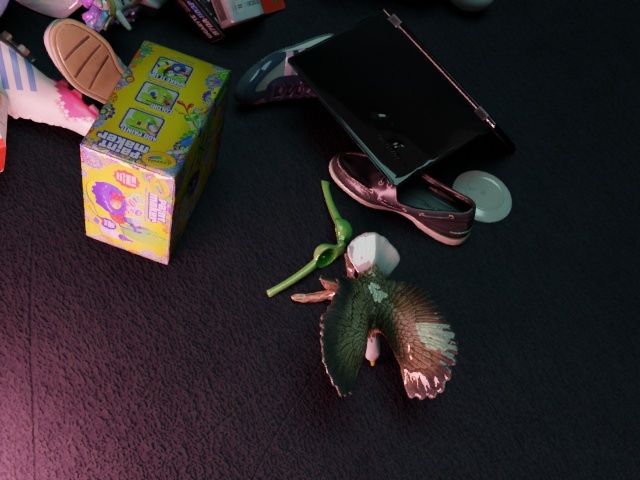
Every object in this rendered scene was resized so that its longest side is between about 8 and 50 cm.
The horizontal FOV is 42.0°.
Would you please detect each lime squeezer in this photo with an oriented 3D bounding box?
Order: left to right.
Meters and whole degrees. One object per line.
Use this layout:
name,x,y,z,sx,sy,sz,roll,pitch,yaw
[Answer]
lime squeezer,0.000,0.000,1.696,0.109,0.059,0.310,24,57,2

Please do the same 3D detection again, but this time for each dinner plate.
dinner plate,0.365,-0.103,1.871,0.141,0.017,0.141,6,57,-8

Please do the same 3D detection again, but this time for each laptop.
laptop,0.197,-0.301,1.866,0.236,0.408,0.382,-42,71,13

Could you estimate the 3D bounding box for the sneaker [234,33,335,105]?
sneaker,-0.042,-0.365,1.881,0.319,0.112,0.131,-31,68,-27

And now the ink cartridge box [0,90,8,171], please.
ink cartridge box,-0.687,-0.198,1.627,0.145,0.045,0.179,-16,58,12

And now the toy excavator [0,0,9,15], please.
toy excavator,-0.759,-0.469,1.665,0.222,0.445,0.433,17,31,8

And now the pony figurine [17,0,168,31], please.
pony figurine,-0.496,-0.622,1.868,0.351,0.303,0.363,34,42,-1

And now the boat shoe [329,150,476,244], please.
boat shoe,0.180,-0.115,1.775,0.340,0.113,0.127,33,57,8

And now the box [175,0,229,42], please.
box,-0.276,-0.599,1.927,0.220,0.051,0.175,47,46,-37

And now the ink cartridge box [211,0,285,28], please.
ink cartridge box,-0.174,-0.618,1.954,0.232,0.066,0.189,-31,106,-39

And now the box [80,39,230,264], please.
box,-0.311,-0.162,1.583,0.176,0.290,0.279,20,55,0

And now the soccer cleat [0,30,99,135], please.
soccer cleat,-0.586,-0.287,1.720,0.331,0.116,0.143,38,82,7

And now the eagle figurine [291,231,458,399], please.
eagle figurine,0.100,0.151,1.529,0.226,0.298,0.225,-37,114,3

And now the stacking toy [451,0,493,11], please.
stacking toy,0.244,-0.733,2.110,0.479,0.350,0.351,32,55,-13

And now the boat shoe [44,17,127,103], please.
boat shoe,-0.455,-0.342,1.683,0.103,0.302,0.113,33,81,37
